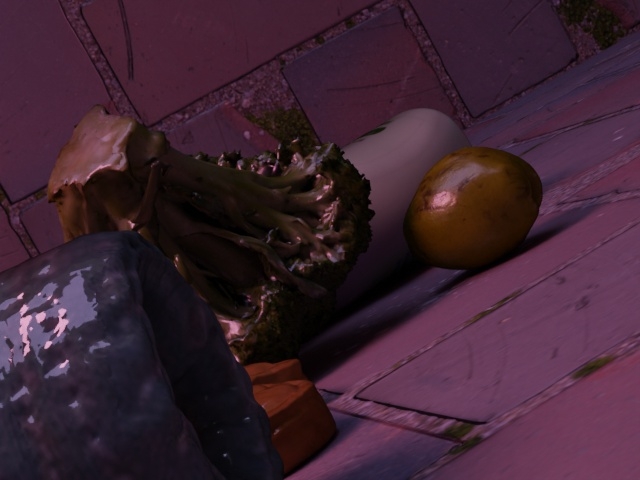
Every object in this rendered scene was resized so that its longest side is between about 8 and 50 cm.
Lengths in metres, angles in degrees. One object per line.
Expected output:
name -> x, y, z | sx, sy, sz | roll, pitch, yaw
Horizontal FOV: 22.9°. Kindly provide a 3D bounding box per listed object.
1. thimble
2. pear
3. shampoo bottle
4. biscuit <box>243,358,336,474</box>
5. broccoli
thimble -> -0.116, 0.099, 0.817 | 0.143, 0.198, 0.235 | -27, 10, 4
pear -> 0.132, -0.028, 1.385 | 0.131, 0.107, 0.107 | -22, 7, 34
shampoo bottle -> 0.000, 0.000, 1.627 | 0.349, 0.151, 0.222 | -32, 5, -28
biscuit -> -0.142, 0.174, 1.111 | 0.351, 0.057, 0.312 | -28, 5, 14
broccoli -> -0.115, 0.017, 1.357 | 0.304, 0.283, 0.321 | -12, 43, 29
